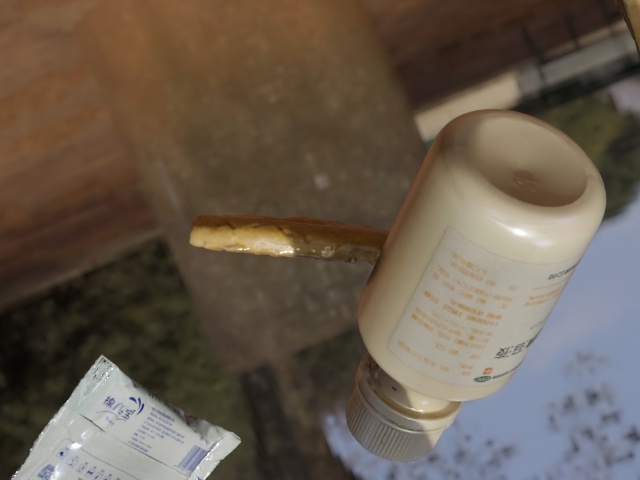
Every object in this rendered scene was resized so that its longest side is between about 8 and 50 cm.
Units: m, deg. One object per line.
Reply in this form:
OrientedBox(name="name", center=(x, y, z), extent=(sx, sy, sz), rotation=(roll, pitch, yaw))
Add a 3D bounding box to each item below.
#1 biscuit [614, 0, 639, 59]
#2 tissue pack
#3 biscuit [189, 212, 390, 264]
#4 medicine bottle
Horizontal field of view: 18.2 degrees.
OrientedBox(name="biscuit", center=(0.131, -0.192, 0.989), extent=(0.029, 0.221, 0.142), rotation=(-18, 172, 8))
OrientedBox(name="tissue pack", center=(-0.150, 0.168, 1.535), extent=(0.122, 0.026, 0.193), rotation=(-47, 143, 3))
OrientedBox(name="biscuit", center=(0.000, -0.001, 1.543), extent=(0.144, 0.033, 0.224), rotation=(6, -178, 25))
OrientedBox(name="medicine bottle", center=(0.084, 0.040, 1.266), extent=(0.114, 0.114, 0.252), rotation=(-27, 151, -42))
